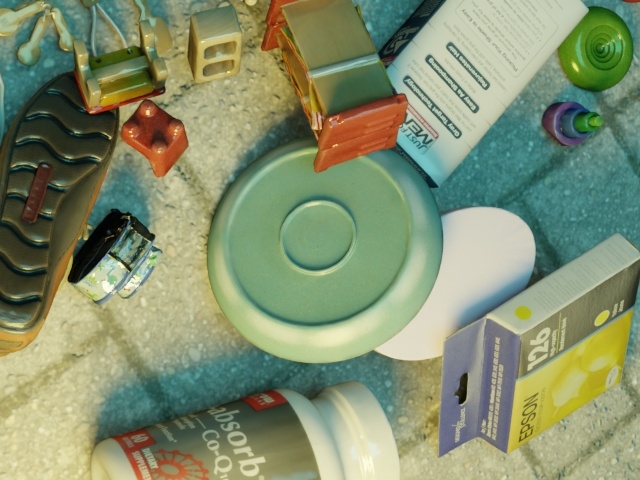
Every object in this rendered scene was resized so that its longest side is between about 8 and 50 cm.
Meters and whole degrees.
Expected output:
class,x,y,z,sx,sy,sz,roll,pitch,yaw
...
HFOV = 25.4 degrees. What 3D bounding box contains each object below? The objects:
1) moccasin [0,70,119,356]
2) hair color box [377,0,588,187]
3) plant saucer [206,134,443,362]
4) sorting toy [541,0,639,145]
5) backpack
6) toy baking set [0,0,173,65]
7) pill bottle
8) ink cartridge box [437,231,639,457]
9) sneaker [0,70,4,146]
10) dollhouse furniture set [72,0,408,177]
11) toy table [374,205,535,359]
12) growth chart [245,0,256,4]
class,x,y,z,sx,sy,sz,roll,pitch,yaw
moccasin,-0.340,-0.036,1.749,0.139,0.147,0.380,14,67,-14
hair color box,0.197,-0.256,1.986,0.174,0.105,0.347,45,76,-17
plant saucer,0.000,0.000,1.845,0.317,0.044,0.318,-4,70,10
sorting toy,0.443,-0.306,2.078,0.127,0.126,0.365,28,81,-22
backpack,-0.261,0.028,1.809,0.084,0.105,0.114,42,79,-19
toy baking set,-0.313,-0.317,1.812,0.256,0.030,0.197,1,95,-23
pill bottle,-0.096,0.311,1.837,0.363,0.210,0.210,-15,98,-22
ink cartridge box,0.306,0.169,1.984,0.307,0.072,0.304,-31,146,-21
sneaker,-0.445,-0.088,1.700,0.135,0.150,0.366,8,90,-24
dollhouse furniture set,-0.100,-0.179,1.774,0.374,0.152,0.201,-17,73,-12
toy table,0.144,0.054,1.952,0.274,0.161,0.252,-20,101,-20
growth chart,-0.032,-0.387,1.859,0.237,0.172,0.021,-34,129,-16
